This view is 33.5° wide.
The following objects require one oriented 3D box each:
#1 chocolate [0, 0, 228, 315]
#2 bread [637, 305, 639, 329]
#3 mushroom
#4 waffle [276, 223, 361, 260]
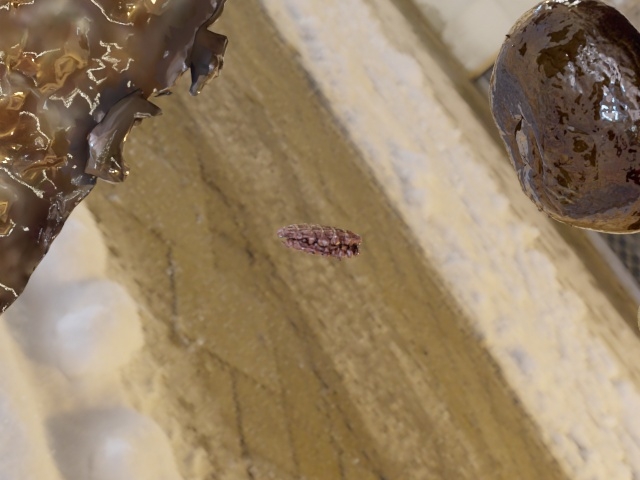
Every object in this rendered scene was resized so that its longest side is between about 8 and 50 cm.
[{"bbox_3d":[-0.095,-0.062,0.330,0.065,0.329,0.102,26,-14,49],"label":"chocolate"},{"bbox_3d":[0.366,0.062,1.010,0.084,0.119,0.177,52,5,13],"label":"bread"},{"bbox_3d":[0.234,-0.109,0.968,0.231,0.138,0.194,59,0,16],"label":"mushroom"},{"bbox_3d":[0.000,0.000,1.032,0.083,0.029,0.075,11,5,30],"label":"waffle"}]
